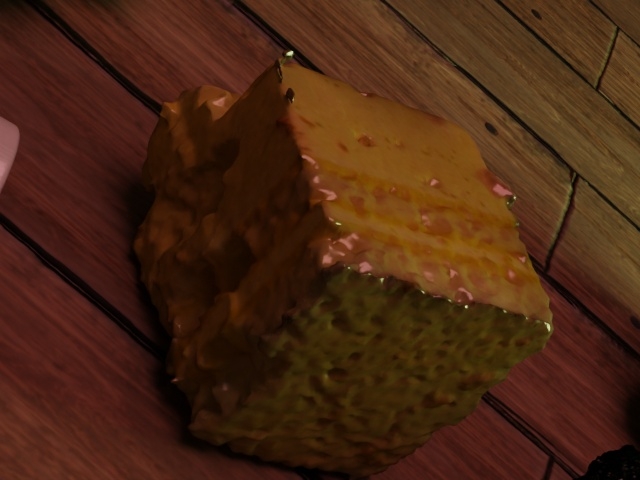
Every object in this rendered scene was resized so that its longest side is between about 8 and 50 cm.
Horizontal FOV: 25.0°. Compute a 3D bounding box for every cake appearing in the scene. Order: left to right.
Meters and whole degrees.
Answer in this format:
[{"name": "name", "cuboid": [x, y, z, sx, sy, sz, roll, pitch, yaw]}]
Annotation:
[{"name": "cake", "cuboid": [0.000, 0.000, 1.106, 0.227, 0.222, 0.286, 19, 40, -36]}]

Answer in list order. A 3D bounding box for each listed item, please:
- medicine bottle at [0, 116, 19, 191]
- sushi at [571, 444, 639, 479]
[{"name": "medicine bottle", "cuboid": [-0.322, -0.078, 0.918, 0.237, 0.139, 0.139, 29, 35, -22]}, {"name": "sushi", "cuboid": [0.246, 0.274, 1.161, 0.124, 0.127, 0.225, 31, 37, -20]}]
